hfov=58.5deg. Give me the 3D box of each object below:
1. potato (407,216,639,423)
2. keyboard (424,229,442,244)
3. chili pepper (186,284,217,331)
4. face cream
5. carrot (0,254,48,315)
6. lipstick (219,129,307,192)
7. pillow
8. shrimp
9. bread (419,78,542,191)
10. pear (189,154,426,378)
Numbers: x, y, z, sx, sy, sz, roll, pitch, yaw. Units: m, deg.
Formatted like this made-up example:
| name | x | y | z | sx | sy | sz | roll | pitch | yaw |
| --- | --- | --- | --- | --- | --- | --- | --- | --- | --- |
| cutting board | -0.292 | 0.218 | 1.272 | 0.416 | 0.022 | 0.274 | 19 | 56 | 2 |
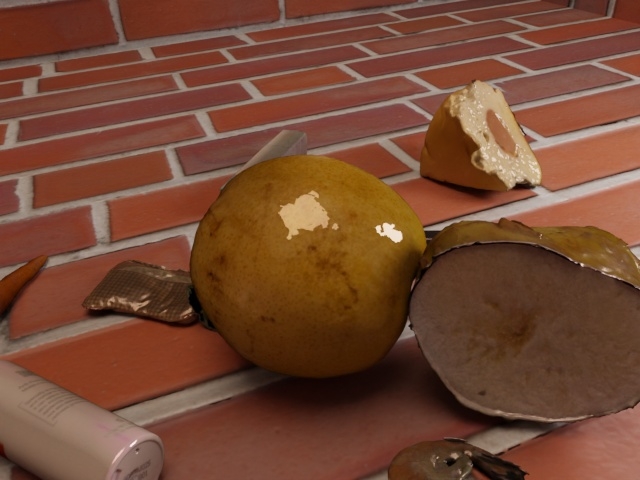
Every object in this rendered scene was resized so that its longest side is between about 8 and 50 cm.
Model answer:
| name | x | y | z | sx | sy | sz | roll | pitch | yaw |
| --- | --- | --- | --- | --- | --- | --- | --- | --- | --- |
| potato | 0.259 | 0.082 | 0.735 | 0.300 | 0.246 | 0.196 | 20 | 22 | 2 |
| keyboard | 0.149 | -0.001 | 1.070 | 0.198 | 0.010 | 0.063 | 0 | 32 | 5 |
| chili pepper | -0.133 | 0.053 | 0.961 | 0.059 | 0.088 | 0.227 | -16 | 20 | 32 |
| face cream | -0.354 | 0.221 | 0.701 | 0.346 | 0.101 | 0.102 | 14 | 37 | 26 |
| carrot | -0.536 | 0.079 | 0.993 | 0.048 | 0.048 | 0.216 | 1 | 29 | 7 |
| lipstick | -0.117 | -0.158 | 1.285 | 0.068 | 0.066 | 0.317 | 9 | 35 | 19 |
| pillow | -0.279 | 0.083 | 0.964 | 0.211 | 0.034 | 0.135 | 6 | 33 | 11 |
| shrimp | 0.186 | 0.272 | 0.625 | 0.224 | 0.047 | 0.126 | 9 | 25 | 21 |
| bread | 0.351 | -0.227 | 1.212 | 0.184 | 0.211 | 0.224 | -18 | 30 | -32 |
| pear | -0.017 | 0.035 | 0.775 | 0.315 | 0.314 | 0.314 | -3 | 33 | 2 |
